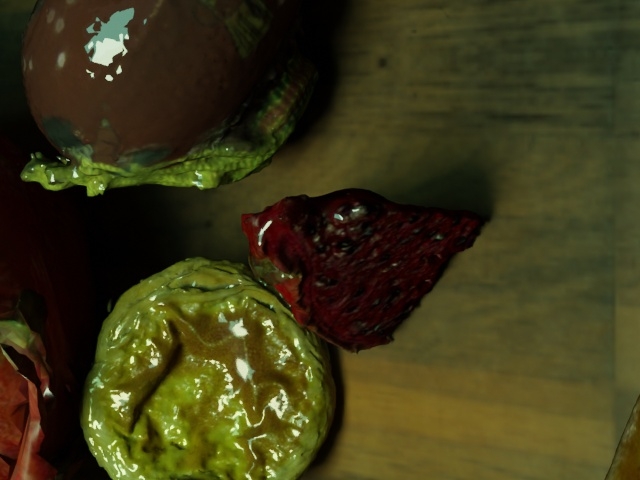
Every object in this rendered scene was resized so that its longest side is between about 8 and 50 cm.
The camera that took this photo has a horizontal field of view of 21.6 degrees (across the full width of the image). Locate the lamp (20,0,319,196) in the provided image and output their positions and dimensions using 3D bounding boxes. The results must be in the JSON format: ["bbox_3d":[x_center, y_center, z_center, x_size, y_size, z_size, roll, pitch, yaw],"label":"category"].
[{"bbox_3d":[-0.064,-0.096,0.792,0.135,0.156,0.157,32,135,-9],"label":"lamp"}]

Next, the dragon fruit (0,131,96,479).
[{"bbox_3d":[-0.256,0.050,0.867,0.301,0.295,0.296,26,112,60],"label":"dragon fruit"}]

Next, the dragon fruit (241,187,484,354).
[{"bbox_3d":[-0.001,-0.003,0.746,0.097,0.131,0.063,-48,58,26],"label":"dragon fruit"}]

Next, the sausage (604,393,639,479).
[{"bbox_3d":[0.170,0.049,0.616,0.076,0.103,0.302,19,114,-8],"label":"sausage"}]

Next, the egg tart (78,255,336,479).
[{"bbox_3d":[-0.057,0.071,0.826,0.052,0.130,0.130,166,104,-86],"label":"egg tart"}]
